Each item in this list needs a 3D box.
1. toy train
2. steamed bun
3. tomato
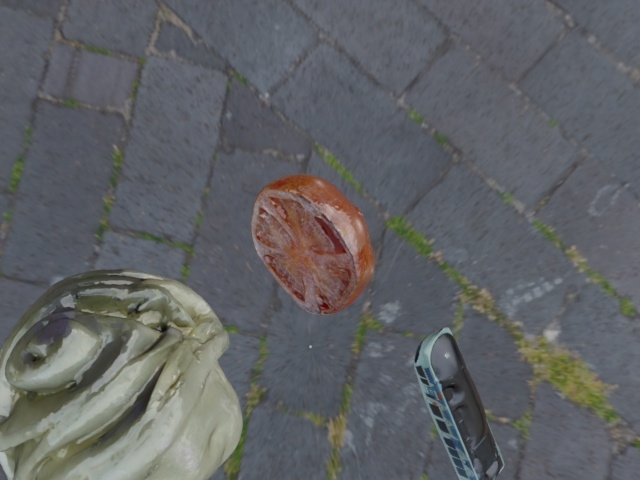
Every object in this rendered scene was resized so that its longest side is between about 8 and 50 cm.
[{"bbox_3d":[0.131,0.162,1.003,0.043,0.047,0.207,-45,130,-28],"label":"toy train"},{"bbox_3d":[-0.286,0.183,1.400,0.339,0.247,0.352,-8,46,3],"label":"steamed bun"},{"bbox_3d":[0.000,0.000,1.615,0.095,0.237,0.237,-34,85,-34],"label":"tomato"}]
